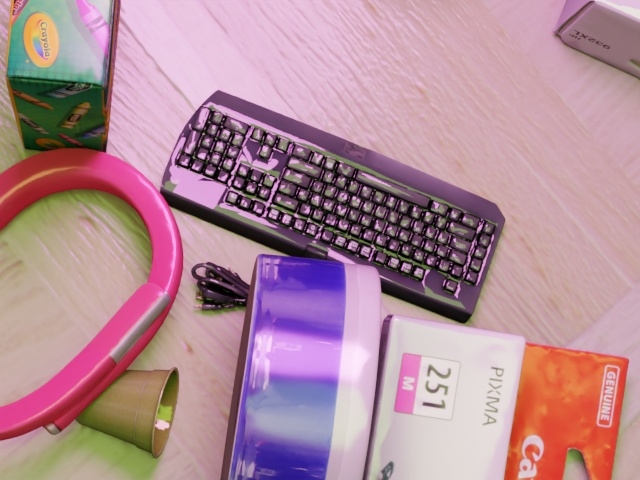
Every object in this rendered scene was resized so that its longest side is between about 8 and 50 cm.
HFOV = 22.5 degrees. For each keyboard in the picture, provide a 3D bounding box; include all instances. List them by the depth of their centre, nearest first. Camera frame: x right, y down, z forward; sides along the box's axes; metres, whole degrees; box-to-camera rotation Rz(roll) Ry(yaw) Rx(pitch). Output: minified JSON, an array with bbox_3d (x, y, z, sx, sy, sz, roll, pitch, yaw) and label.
[{"bbox_3d":[0.000,0.000,1.506,0.317,0.033,0.201,21,80,-3],"label":"keyboard"}]

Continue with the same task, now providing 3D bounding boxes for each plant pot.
[{"bbox_3d":[-0.175,0.146,1.442,0.079,0.083,0.083,11,80,7],"label":"plant pot"}]

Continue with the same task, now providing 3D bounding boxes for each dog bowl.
[{"bbox_3d":[-0.022,0.146,1.362,0.104,0.265,0.264,8,81,-3],"label":"dog bowl"}]

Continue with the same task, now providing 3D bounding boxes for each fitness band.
[{"bbox_3d":[-0.253,0.048,1.427,0.209,0.054,0.291,39,76,20],"label":"fitness band"}]

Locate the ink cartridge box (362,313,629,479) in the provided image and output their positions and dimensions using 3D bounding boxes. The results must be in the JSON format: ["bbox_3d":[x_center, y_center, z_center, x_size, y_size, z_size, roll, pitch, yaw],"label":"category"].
[{"bbox_3d":[0.155,0.221,1.467,0.239,0.060,0.275,9,87,-5],"label":"ink cartridge box"}]

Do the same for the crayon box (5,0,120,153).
[{"bbox_3d":[-0.215,-0.181,1.376,0.081,0.278,0.165,5,81,-7],"label":"crayon box"}]

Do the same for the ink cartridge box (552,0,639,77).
[{"bbox_3d":[0.393,-0.301,1.553,0.223,0.129,0.307,24,79,-4],"label":"ink cartridge box"}]
